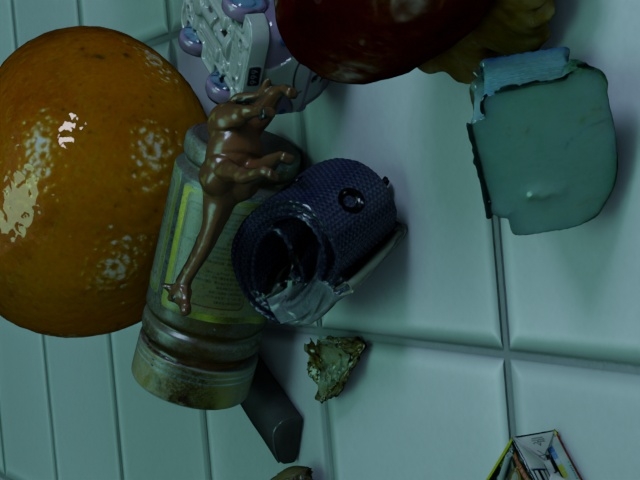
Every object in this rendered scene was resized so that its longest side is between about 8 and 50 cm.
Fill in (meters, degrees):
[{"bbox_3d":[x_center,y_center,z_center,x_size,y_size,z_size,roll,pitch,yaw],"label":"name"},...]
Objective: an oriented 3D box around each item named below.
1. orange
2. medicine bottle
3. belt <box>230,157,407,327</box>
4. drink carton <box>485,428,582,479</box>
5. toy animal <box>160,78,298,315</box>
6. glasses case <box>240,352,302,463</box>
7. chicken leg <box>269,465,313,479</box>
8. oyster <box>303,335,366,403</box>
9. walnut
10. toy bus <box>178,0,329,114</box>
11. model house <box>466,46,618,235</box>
[{"bbox_3d":[-0.303,-0.072,1.995,0.424,0.326,0.424,-47,35,49],"label":"orange"},{"bbox_3d":[-0.125,0.029,1.818,0.151,0.151,0.323,44,125,53],"label":"medicine bottle"},{"bbox_3d":[0.000,0.000,1.631,0.140,0.126,0.230,50,147,5],"label":"belt"},{"bbox_3d":[0.181,0.252,1.392,0.166,0.056,0.071,112,146,-44],"label":"drink carton"},{"bbox_3d":[-0.100,-0.045,1.595,0.229,0.066,0.224,-23,62,52],"label":"toy animal"},{"bbox_3d":[-0.079,0.202,1.926,0.190,0.042,0.072,-130,34,-48],"label":"glasses case"},{"bbox_3d":[-0.049,0.345,1.867,0.198,0.069,0.085,115,142,-57],"label":"chicken leg"},{"bbox_3d":[0.018,0.146,1.727,0.132,0.029,0.086,4,105,60],"label":"oyster"},{"bbox_3d":[0.093,-0.243,1.327,0.222,0.243,0.269,-64,5,-26],"label":"walnut"},{"bbox_3d":[-0.066,-0.243,1.685,0.202,0.142,0.142,60,145,41],"label":"toy bus"},{"bbox_3d":[0.182,-0.103,1.281,0.149,0.119,0.148,-94,-12,-59],"label":"model house"}]
